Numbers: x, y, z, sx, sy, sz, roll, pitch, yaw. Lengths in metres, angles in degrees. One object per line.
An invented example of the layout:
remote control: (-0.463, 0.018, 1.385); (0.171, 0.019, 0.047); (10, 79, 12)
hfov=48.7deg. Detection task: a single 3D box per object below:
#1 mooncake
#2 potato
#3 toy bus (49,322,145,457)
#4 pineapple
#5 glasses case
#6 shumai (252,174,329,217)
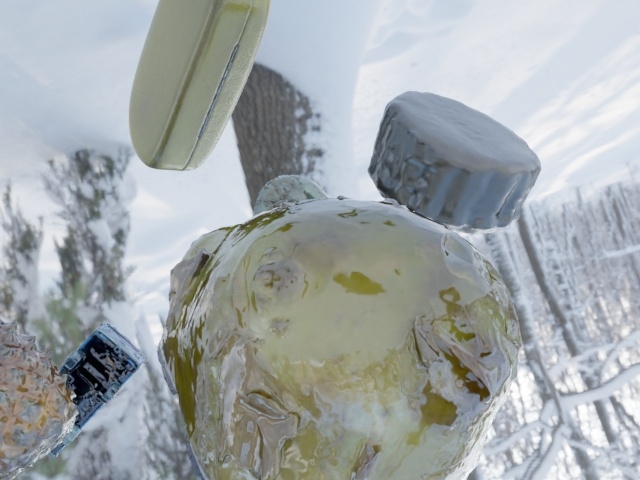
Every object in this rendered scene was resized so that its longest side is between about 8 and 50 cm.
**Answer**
mooncake: (0.178, -0.102, 0.963); (0.228, 0.228, 0.124); (-14, 134, -47)
potato: (0.017, 0.051, 0.522); (0.246, 0.196, 0.300); (15, -159, -29)
toy bus: (-0.343, 0.209, 1.025); (0.185, 0.090, 0.106); (-46, -176, 3)
pineapple: (-0.457, 0.128, 0.876); (0.175, 0.361, 0.175); (-41, 176, -4)
glasses case: (-0.196, -0.288, 1.148); (0.141, 0.173, 0.371); (-5, 137, -42)
shumai: (-0.001, -0.006, 0.951); (0.141, 0.184, 0.184); (-7, 179, 20)
